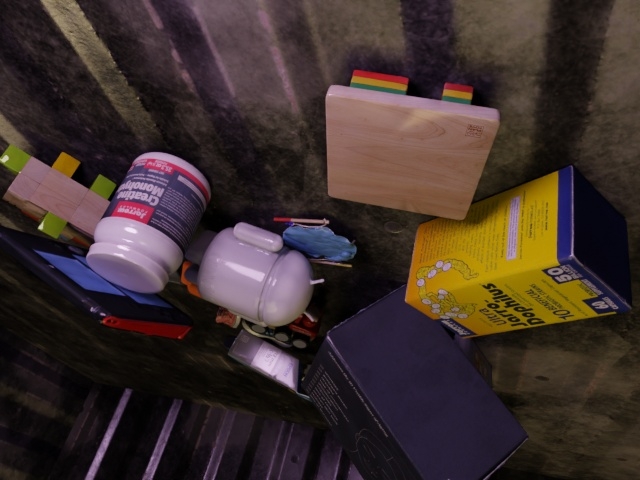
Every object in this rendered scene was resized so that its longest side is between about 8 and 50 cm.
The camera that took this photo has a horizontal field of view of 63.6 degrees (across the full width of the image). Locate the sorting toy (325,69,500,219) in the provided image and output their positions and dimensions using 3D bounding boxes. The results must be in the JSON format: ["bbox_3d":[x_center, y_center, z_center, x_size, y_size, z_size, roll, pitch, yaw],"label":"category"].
[{"bbox_3d":[0.146,-0.162,0.880,0.257,0.089,0.255,11,149,8],"label":"sorting toy"}]

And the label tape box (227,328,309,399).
[{"bbox_3d":[-0.148,0.468,1.896,0.348,0.115,0.249,25,163,9],"label":"label tape box"}]

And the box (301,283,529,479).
[{"bbox_3d":[0.215,0.460,1.437,0.480,0.297,0.471,53,157,19],"label":"box"}]

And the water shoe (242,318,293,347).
[{"bbox_3d":[-0.175,0.304,1.824,0.203,0.073,0.080,25,120,-10],"label":"water shoe"}]

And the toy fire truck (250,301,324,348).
[{"bbox_3d":[-0.087,0.219,1.567,0.217,0.158,0.246,23,137,-9],"label":"toy fire truck"}]

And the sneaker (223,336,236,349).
[{"bbox_3d":[-0.326,0.429,2.091,0.144,0.053,0.059,6,150,19],"label":"sneaker"}]

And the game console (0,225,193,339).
[{"bbox_3d":[-0.496,0.097,1.164,0.387,0.060,0.342,29,173,21],"label":"game console"}]

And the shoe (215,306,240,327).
[{"bbox_3d":[-0.320,0.261,1.805,0.081,0.063,0.178,16,154,-9],"label":"shoe"}]

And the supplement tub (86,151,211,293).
[{"bbox_3d":[-0.374,-0.041,1.143,0.191,0.272,0.191,12,149,7],"label":"supplement tub"}]

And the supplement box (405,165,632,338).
[{"bbox_3d":[0.369,0.043,1.001,0.194,0.195,0.356,33,146,-25],"label":"supplement box"}]

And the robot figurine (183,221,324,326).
[{"bbox_3d":[-0.167,0.093,1.304,0.354,0.199,0.300,19,130,12],"label":"robot figurine"}]

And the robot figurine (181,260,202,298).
[{"bbox_3d":[-0.292,0.118,1.487,0.219,0.128,0.158,21,164,17],"label":"robot figurine"}]

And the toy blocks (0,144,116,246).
[{"bbox_3d":[-0.662,-0.074,1.355,0.381,0.190,0.261,35,156,-28],"label":"toy blocks"}]

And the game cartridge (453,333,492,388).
[{"bbox_3d":[0.467,0.431,1.578,0.062,0.198,0.297,-13,139,28],"label":"game cartridge"}]

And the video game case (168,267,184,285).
[{"bbox_3d":[-0.544,0.051,1.613,0.196,0.026,0.274,11,150,8],"label":"video game case"}]

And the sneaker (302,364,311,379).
[{"bbox_3d":[0.004,0.544,2.103,0.106,0.078,0.234,27,151,-23],"label":"sneaker"}]

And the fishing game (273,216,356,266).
[{"bbox_3d":[0.000,0.000,1.261,0.189,0.041,0.264,4,156,22],"label":"fishing game"}]
